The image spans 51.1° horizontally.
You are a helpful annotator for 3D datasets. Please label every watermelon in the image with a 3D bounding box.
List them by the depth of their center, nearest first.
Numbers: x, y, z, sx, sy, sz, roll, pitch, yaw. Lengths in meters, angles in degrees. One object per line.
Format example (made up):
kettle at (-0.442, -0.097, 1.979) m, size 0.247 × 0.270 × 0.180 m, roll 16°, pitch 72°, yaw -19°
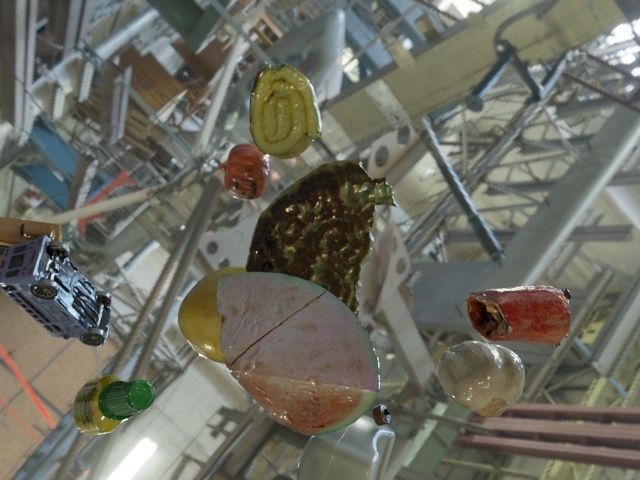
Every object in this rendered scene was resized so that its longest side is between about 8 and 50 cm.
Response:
watermelon at (-0.058, 0.239, 1.348) m, size 0.292 × 0.320 × 0.222 m, roll -93°, pitch -174°, yaw -51°

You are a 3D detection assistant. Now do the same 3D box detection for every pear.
pear at (-0.251, 0.221, 1.969) m, size 0.314 × 0.314 × 0.314 m, roll -41°, pitch -169°, yaw 10°

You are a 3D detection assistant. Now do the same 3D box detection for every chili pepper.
chili pepper at (0.675, 0.268, 2.290) m, size 0.306 × 0.229 × 0.251 m, roll -4°, pitch -160°, yaw -18°

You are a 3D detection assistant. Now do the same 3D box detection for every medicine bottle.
medicine bottle at (-0.392, 0.306, 1.271) m, size 0.309 × 0.076 × 0.111 m, roll -25°, pitch -117°, yaw 50°

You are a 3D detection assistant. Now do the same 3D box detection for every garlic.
garlic at (0.373, 0.292, 1.507) m, size 0.230 × 0.178 × 0.142 m, roll 2°, pitch 138°, yaw -37°

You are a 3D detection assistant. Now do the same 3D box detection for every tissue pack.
tissue pack at (0.069, 0.650, 2.001) m, size 0.333 × 0.236 × 0.229 m, roll -10°, pitch 116°, yaw -71°

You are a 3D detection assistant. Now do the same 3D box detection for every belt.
belt at (0.185, 0.524, 2.016) m, size 0.036 × 0.059 × 0.083 m, roll -24°, pitch 168°, yaw 16°

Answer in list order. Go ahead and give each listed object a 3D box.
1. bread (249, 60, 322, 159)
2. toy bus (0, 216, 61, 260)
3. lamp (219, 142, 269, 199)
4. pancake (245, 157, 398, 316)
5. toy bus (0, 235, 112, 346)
bread at (-0.093, -0.343, 1.752) m, size 0.186 × 0.256 × 0.124 m, roll -7°, pitch -176°, yaw 5°
toy bus at (-0.723, 0.007, 1.611) m, size 0.098 × 0.201 × 0.114 m, roll -105°, pitch -148°, yaw -42°
lamp at (-0.253, -0.230, 2.225) m, size 0.187 × 0.164 × 0.187 m, roll -171°, pitch -90°, yaw -84°
pancake at (-0.006, -0.001, 1.563) m, size 0.067 × 0.305 × 0.426 m, roll 57°, pitch 52°, yaw -78°
toy bus at (-0.582, 0.127, 1.492) m, size 0.133 × 0.292 × 0.125 m, roll -11°, pitch -130°, yaw 10°
